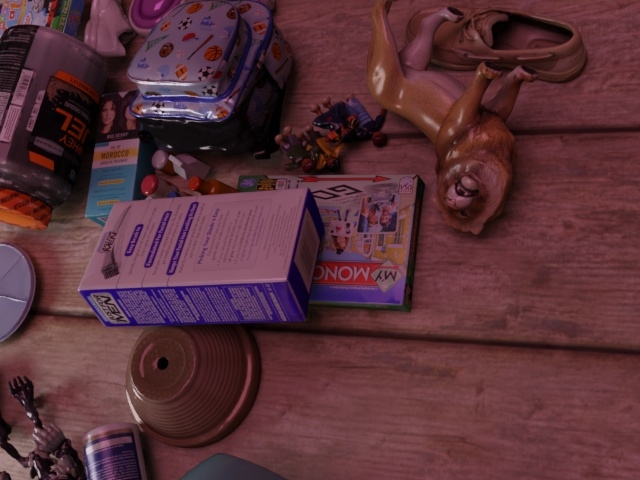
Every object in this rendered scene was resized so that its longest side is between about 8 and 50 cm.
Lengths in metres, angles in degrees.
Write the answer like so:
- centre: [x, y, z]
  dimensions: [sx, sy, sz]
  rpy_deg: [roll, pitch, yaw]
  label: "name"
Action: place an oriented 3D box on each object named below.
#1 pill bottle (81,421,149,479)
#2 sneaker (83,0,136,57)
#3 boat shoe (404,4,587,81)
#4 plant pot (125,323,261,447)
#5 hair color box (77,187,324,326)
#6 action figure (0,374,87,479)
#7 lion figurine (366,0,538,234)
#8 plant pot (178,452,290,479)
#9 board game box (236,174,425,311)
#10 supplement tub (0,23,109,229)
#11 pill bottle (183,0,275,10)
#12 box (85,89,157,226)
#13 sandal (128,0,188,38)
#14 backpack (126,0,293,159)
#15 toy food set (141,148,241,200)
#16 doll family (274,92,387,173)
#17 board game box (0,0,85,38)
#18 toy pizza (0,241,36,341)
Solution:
- centre: [-0.316, 0.380, 1.365]
  dimensions: [0.094, 0.094, 0.169]
  rpy_deg: [-23, 66, 13]
  label: "pill bottle"
- centre: [-0.406, -0.431, 1.709]
  dimensions: [0.094, 0.080, 0.212]
  rpy_deg: [9, 53, -12]
  label: "sneaker"
- centre: [0.267, -0.328, 1.375]
  dimensions: [0.302, 0.098, 0.109]
  rpy_deg: [19, 80, 27]
  label: "boat shoe"
- centre: [-0.222, 0.205, 1.382]
  dimensions: [0.237, 0.110, 0.238]
  rpy_deg: [-7, 69, 19]
  label: "plant pot"
- centre: [-0.178, 0.028, 1.335]
  dimensions: [0.338, 0.110, 0.185]
  rpy_deg: [-2, 48, 17]
  label: "hair color box"
- centre: [-0.470, 0.362, 1.412]
  dimensions: [0.164, 0.141, 0.276]
  rpy_deg: [-38, 60, -7]
  label: "action figure"
- centre: [0.174, -0.212, 1.334]
  dimensions: [0.392, 0.142, 0.240]
  rpy_deg: [54, 134, 33]
  label: "lion figurine"
- centre: [-0.114, 0.431, 1.169]
  dimensions: [0.292, 0.293, 0.235]
  rpy_deg: [14, 65, 26]
  label: "plant pot"
- centre: [0.000, 0.000, 1.399]
  dimensions: [0.317, 0.046, 0.214]
  rpy_deg: [1, 71, 22]
  label: "board game box"
- centre: [-0.531, -0.204, 1.596]
  dimensions: [0.207, 0.207, 0.338]
  rpy_deg: [8, 76, 24]
  label: "supplement tub"
- centre: [-0.171, -0.436, 1.599]
  dimensions: [0.160, 0.087, 0.087]
  rpy_deg: [-20, 66, 16]
  label: "pill bottle"
- centre: [-0.357, -0.152, 1.590]
  dimensions: [0.100, 0.060, 0.244]
  rpy_deg: [-5, 70, 21]
  label: "box"
- centre: [-0.259, -0.584, 1.678]
  dimensions: [0.169, 0.102, 0.417]
  rpy_deg: [12, 76, 25]
  label: "sandal"
- centre: [-0.182, -0.292, 1.486]
  dimensions: [0.276, 0.213, 0.263]
  rpy_deg: [10, 57, 25]
  label: "backpack"
- centre: [-0.246, -0.093, 1.475]
  dimensions: [0.232, 0.104, 0.111]
  rpy_deg: [35, 96, 40]
  label: "toy food set"
- centre: [0.024, -0.169, 1.434]
  dimensions: [0.193, 0.076, 0.111]
  rpy_deg: [-41, 57, 1]
  label: "doll family"
- centre: [-0.569, -0.457, 1.763]
  dimensions: [0.211, 0.039, 0.160]
  rpy_deg: [14, 90, 34]
  label: "board game box"
- centre: [-0.607, 0.102, 1.619]
  dimensions: [0.201, 0.032, 0.201]
  rpy_deg: [-7, 70, 21]
  label: "toy pizza"
